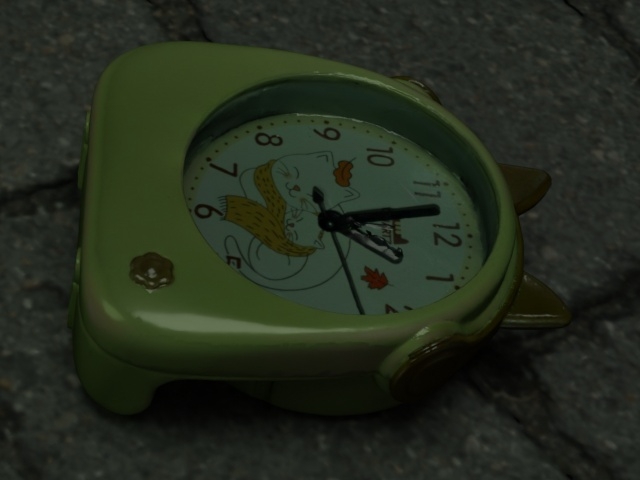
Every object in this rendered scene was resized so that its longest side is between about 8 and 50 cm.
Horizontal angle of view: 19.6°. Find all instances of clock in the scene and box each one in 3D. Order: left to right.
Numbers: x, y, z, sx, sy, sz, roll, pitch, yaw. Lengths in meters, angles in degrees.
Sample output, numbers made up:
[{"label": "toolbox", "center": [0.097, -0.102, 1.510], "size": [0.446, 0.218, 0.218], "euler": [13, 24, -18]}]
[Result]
[{"label": "clock", "center": [0.000, 0.000, 1.322], "size": [0.348, 0.117, 0.286], "euler": [6, 48, -9]}]
